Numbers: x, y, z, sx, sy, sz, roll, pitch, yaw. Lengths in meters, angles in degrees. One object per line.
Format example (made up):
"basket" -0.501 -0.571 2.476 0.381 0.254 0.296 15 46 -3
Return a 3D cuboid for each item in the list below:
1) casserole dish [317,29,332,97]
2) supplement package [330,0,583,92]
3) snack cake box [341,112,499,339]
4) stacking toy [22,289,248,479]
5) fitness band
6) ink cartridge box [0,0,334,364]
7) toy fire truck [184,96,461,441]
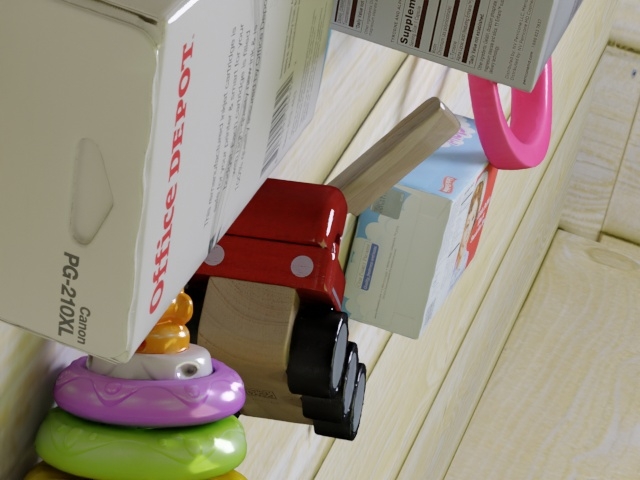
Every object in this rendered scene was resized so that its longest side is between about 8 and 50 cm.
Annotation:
"casserole dish" -0.021 -0.131 1.085 0.114 0.037 0.188 -51 155 -60
"supplement package" 0.060 -0.211 0.924 0.194 0.203 0.149 -53 159 -53
"snack cake box" 0.108 -0.024 1.695 0.264 0.089 0.152 -45 150 -65
"stacking toy" -0.099 0.114 0.915 0.166 0.175 0.302 -15 109 -70
"fitness band" 0.192 -0.216 1.693 0.209 0.054 0.291 20 69 -71
"ink cartridge box" -0.075 -0.085 0.759 0.237 0.100 0.172 -57 161 -53
"toy fire truck" 0.000 0.000 1.159 0.217 0.158 0.246 69 30 -71
